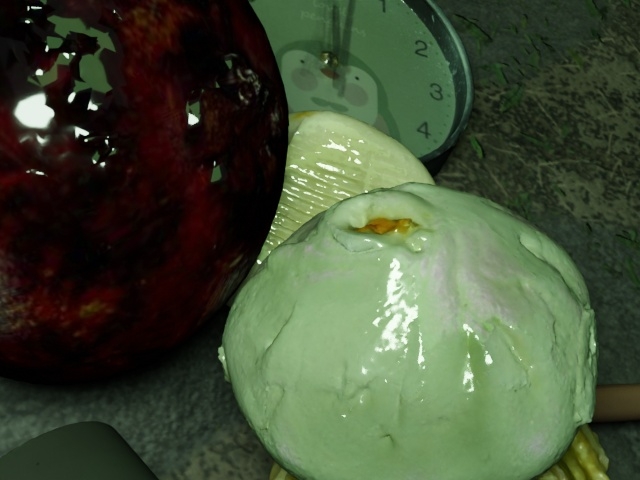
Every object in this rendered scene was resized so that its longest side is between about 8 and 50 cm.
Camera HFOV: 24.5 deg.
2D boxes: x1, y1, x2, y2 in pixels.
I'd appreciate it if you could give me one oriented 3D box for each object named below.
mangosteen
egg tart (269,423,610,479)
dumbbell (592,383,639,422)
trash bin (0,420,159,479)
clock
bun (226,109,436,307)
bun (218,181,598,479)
[{"bbox_3d":[-0.219,-0.094,1.174,0.381,0.381,0.421,-23,35,-33],"label":"mangosteen"},{"bbox_3d":[0.107,0.245,1.187,0.341,0.132,0.341,6,65,-12],"label":"egg tart"},{"bbox_3d":[0.275,0.152,1.376,0.231,0.092,0.082,0,29,-22],"label":"dumbbell"},{"bbox_3d":[-0.120,0.306,1.032,0.214,0.214,0.334,-25,60,-34],"label":"trash bin"},{"bbox_3d":[0.009,-0.184,1.505,0.319,0.066,0.319,14,51,-19],"label":"clock"},{"bbox_3d":[0.000,0.000,1.326,0.229,0.145,0.229,5,70,-15],"label":"bun"},{"bbox_3d":[0.067,0.053,1.109,0.293,0.187,0.293,-3,51,4],"label":"bun"}]
